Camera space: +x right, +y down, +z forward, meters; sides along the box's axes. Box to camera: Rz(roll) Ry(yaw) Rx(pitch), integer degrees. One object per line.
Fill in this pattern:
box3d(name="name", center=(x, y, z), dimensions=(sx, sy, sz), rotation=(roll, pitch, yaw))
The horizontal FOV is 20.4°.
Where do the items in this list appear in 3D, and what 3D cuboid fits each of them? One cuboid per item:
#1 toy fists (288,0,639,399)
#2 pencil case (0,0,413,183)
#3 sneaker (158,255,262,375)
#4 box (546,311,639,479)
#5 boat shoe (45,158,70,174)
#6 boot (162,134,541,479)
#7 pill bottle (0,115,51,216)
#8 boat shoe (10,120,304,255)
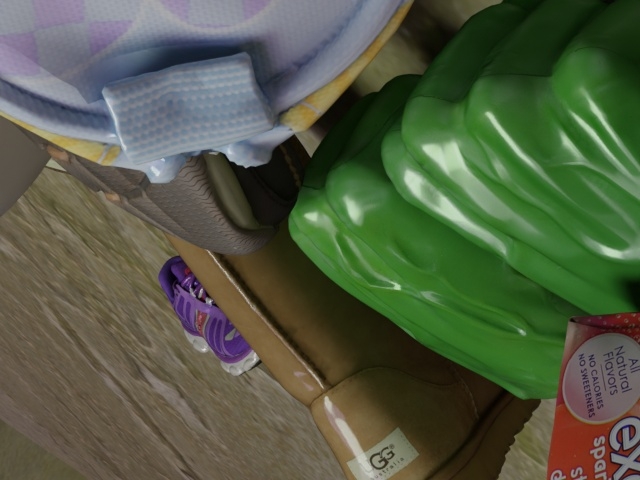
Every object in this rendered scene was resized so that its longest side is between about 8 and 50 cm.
box3d(name="toy fists", center=(0.079, -0.018, 0.680), dimensions=(0.142, 0.096, 0.279), rotation=(29, 164, -11))
box3d(name="pencil case", center=(-0.042, -0.119, 0.424), dimensions=(0.273, 0.113, 0.124), rotation=(-103, -14, -62))
box3d(name="sneaker", center=(-0.067, 0.042, 1.189), dimensions=(0.071, 0.068, 0.170), rotation=(51, 160, -21))
box3d(name="box", center=(0.188, 0.125, 0.620), dimensions=(0.123, 0.128, 0.257), rotation=(-6, 153, 36))
box3d(name="boat shoe", center=(-0.171, -0.096, 1.044), dimensions=(0.190, 0.068, 0.072), rotation=(24, 147, 39))
box3d(name="boot", center=(0.000, 0.000, 0.886), dimensions=(0.269, 0.089, 0.236), rotation=(54, -167, -3))
box3d(name="pill bottle", center=(-0.299, -0.155, 0.889), dimensions=(0.363, 0.210, 0.210), rotation=(32, 162, 17))
box3d(name="boat shoe", center=(-0.090, -0.144, 0.623), dimensions=(0.132, 0.130, 0.355), rotation=(20, 149, 49))
